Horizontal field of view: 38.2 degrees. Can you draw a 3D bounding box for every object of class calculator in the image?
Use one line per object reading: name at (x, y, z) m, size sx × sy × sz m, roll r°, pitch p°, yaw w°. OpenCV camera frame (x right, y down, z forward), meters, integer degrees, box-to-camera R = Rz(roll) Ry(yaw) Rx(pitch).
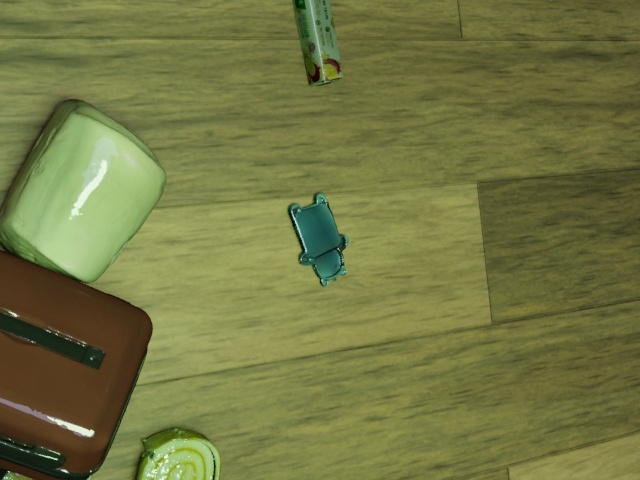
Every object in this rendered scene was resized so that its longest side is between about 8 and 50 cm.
calculator at (0.000, 0.000, 1.455) m, size 0.094 × 0.019 × 0.141 m, roll -25°, pitch 100°, yaw -25°

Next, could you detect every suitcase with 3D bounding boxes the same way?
suitcase at (-0.371, 0.147, 1.113) m, size 0.297 × 0.161 × 0.236 m, roll 24°, pitch 47°, yaw -11°

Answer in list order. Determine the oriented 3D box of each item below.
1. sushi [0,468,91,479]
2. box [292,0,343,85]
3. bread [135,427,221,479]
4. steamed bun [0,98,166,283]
sushi at (-0.370, 0.316, 1.203) m, size 0.193 × 0.040 × 0.210 m, roll 44°, pitch 67°, yaw -41°
box at (-0.010, -0.347, 1.449) m, size 0.041 × 0.050 × 0.207 m, roll -12°, pitch 93°, yaw -28°
bread at (-0.205, 0.346, 1.308) m, size 0.118 × 0.064 × 0.156 m, roll 16°, pitch 82°, yaw -21°
steamed bun at (-0.312, -0.053, 1.217) m, size 0.170 × 0.200 × 0.225 m, roll 33°, pitch 86°, yaw -32°
